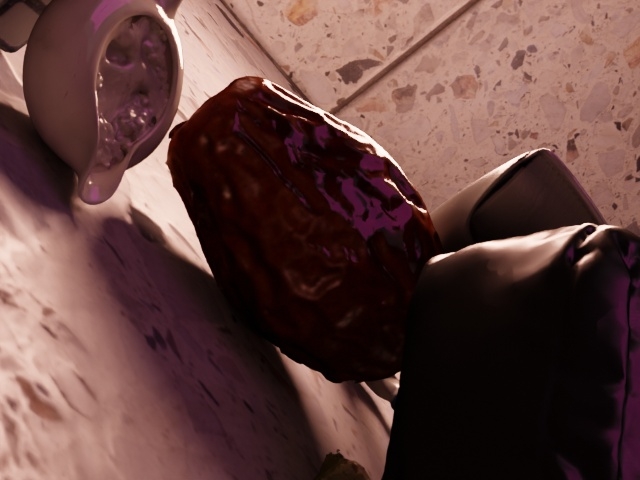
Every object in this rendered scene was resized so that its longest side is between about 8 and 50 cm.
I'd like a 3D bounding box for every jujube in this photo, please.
[{"bbox_3d":[-0.012,-0.005,0.798,0.290,0.197,0.197,51,10,-8],"label":"jujube"}]

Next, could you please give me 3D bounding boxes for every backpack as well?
[{"bbox_3d":[0.220,0.211,0.678,0.445,0.254,0.363,42,45,-27],"label":"backpack"}]

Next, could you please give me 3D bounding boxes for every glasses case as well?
[{"bbox_3d":[0.158,0.013,0.857,0.128,0.083,0.308,41,-16,0],"label":"glasses case"}]

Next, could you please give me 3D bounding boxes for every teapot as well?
[{"bbox_3d":[-0.161,-0.134,0.689,0.092,0.226,0.145,12,-18,24],"label":"teapot"}]

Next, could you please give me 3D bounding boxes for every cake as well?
[{"bbox_3d":[0.012,0.192,0.684,0.051,0.055,0.140,52,-8,6],"label":"cake"}]

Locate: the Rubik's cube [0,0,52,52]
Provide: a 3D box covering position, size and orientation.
[{"bbox_3d":[-0.249,-0.328,0.663,0.237,0.238,0.237,56,8,28],"label":"Rubik's cube"}]

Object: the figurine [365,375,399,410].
[{"bbox_3d":[0.161,0.127,0.981,0.283,0.205,0.338,29,1,-5],"label":"figurine"}]
